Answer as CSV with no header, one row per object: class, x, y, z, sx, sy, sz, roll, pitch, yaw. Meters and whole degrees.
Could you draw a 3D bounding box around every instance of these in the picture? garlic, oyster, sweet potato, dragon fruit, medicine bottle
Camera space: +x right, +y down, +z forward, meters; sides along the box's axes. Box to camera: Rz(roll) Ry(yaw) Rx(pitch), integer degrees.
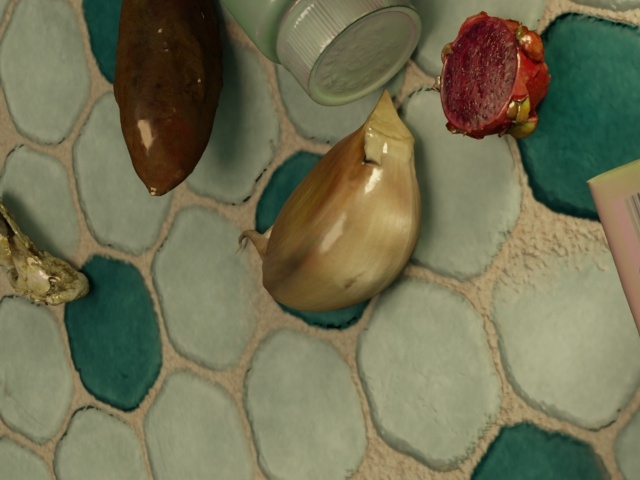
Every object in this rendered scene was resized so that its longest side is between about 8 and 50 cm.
garlic,-0.004,0.004,1.529,0.266,0.148,0.128,-33,108,36
oyster,-0.330,0.019,1.872,0.200,0.061,0.106,56,145,27
sweet potato,-0.153,-0.229,1.636,0.109,0.109,0.385,-14,73,43
dragon fruit,0.153,-0.135,1.383,0.126,0.068,0.112,2,79,56
medicine bottle,-0.021,-0.239,1.480,0.225,0.139,0.139,54,127,26

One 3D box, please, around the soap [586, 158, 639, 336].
soap,0.314,0.020,1.164,0.138,0.182,0.199,-27,76,40
